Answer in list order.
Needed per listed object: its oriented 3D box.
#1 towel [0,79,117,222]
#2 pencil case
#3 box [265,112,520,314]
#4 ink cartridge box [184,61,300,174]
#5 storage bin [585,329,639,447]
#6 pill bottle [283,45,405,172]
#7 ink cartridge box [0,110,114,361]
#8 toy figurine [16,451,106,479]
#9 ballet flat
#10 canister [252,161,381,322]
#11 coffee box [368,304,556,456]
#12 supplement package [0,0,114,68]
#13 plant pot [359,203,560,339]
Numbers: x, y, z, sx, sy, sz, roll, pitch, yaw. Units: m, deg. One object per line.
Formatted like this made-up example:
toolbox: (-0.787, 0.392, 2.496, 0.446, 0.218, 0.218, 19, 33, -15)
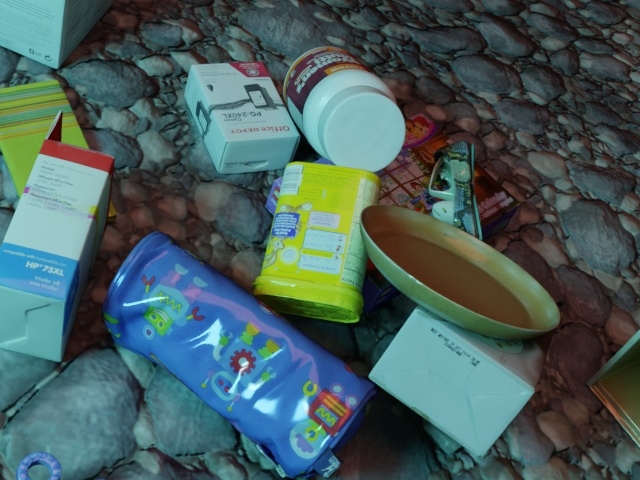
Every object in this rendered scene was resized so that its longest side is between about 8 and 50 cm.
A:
towel: (-0.336, -0.104, 1.110, 0.102, 0.021, 0.237, -16, 59, -25)
pencil case: (-0.089, 0.123, 0.940, 0.306, 0.119, 0.133, 36, 86, 10)
box: (0.101, -0.047, 1.202, 0.293, 0.057, 0.201, -29, 65, -37)
ink cartridge box: (-0.107, -0.168, 1.221, 0.109, 0.063, 0.150, -8, 54, -27)
storage bin: (0.488, 0.176, 1.020, 0.123, 0.262, 0.260, -17, 59, -35)
pill bottle: (0.029, -0.167, 1.155, 0.121, 0.121, 0.221, 6, 21, -16)
ink cartridge box: (-0.275, -0.008, 0.955, 0.078, 0.134, 0.231, 15, 53, -8)
toy figurine: (-0.189, 0.255, 0.746, 0.362, 0.191, 0.217, -4, 48, -26)
ballet flat: (0.171, -0.051, 1.160, 0.070, 0.070, 0.188, 13, 46, -10)
canister: (0.000, 0.000, 1.055, 0.126, 0.073, 0.170, 8, 71, 11)
coffee box: (0.167, 0.115, 0.994, 0.141, 0.098, 0.246, 36, 22, 11)
supplement package: (-0.381, -0.413, 1.190, 0.199, 0.263, 0.198, 23, 47, -2)
plant pot: (0.142, 0.036, 0.959, 0.236, 0.032, 0.236, 23, 20, -9)
